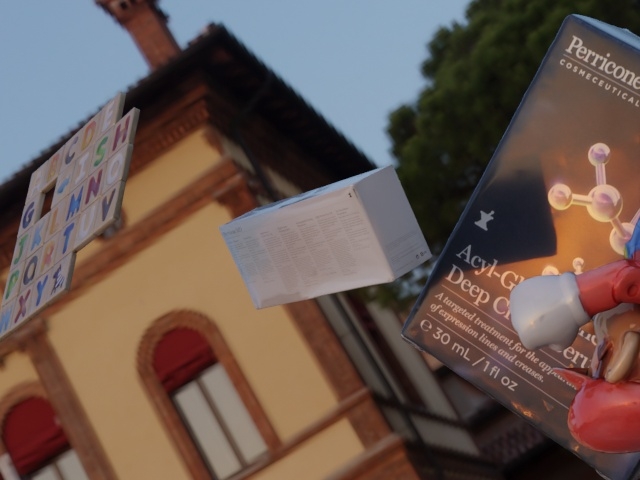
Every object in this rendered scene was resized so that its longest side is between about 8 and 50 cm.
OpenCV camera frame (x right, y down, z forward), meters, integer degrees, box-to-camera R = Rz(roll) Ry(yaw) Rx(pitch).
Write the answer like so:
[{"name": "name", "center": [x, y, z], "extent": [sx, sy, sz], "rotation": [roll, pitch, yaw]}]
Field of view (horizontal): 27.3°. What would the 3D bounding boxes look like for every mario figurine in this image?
[{"name": "mario figurine", "center": [0.258, 0.012, 1.023], "extent": [0.170, 0.198, 0.321], "rotation": [-62, -10, -76]}]

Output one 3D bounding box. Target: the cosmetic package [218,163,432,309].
[{"name": "cosmetic package", "center": [0.000, 0.000, 1.292], "extent": [0.060, 0.099, 0.239], "rotation": [-31, 10, -35]}]

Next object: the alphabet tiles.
[{"name": "alphabet tiles", "center": [-0.239, -0.026, 1.247], "extent": [0.009, 0.198, 0.237], "rotation": [24, -35, -28]}]

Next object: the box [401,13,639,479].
[{"name": "box", "center": [0.324, 0.007, 1.404], "extent": [0.212, 0.293, 0.396], "rotation": [-4, -56, -60]}]
